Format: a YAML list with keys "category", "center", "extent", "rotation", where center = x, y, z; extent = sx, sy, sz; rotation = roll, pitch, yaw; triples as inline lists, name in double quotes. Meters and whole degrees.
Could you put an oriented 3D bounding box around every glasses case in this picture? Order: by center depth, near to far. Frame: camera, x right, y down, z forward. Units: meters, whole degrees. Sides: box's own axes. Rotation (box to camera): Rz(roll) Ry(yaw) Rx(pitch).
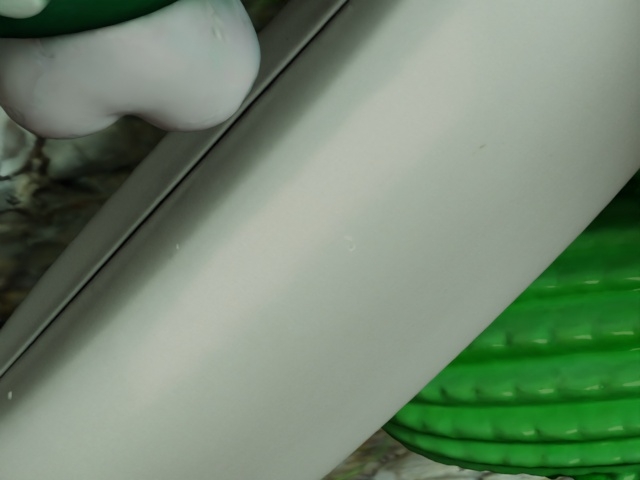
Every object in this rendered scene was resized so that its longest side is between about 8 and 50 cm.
- category: "glasses case"
  center: [0.000, 0.000, 0.551]
  extent: [0.113, 0.075, 0.297]
  rotation: [30, 114, -37]

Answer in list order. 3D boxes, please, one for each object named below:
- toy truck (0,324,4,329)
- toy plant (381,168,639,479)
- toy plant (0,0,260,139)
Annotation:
- category: "toy truck"
  center: [-0.160, 0.077, 0.650]
  extent: [0.259, 0.088, 0.121]
  rotation: [25, 127, -38]
- category: "toy plant"
  center: [0.082, 0.048, 0.626]
  extent: [0.240, 0.088, 0.154]
  rotation: [-33, 93, 19]
- category: "toy plant"
  center: [-0.053, -0.124, 0.382]
  extent: [0.243, 0.112, 0.232]
  rotation: [-28, 127, 18]
